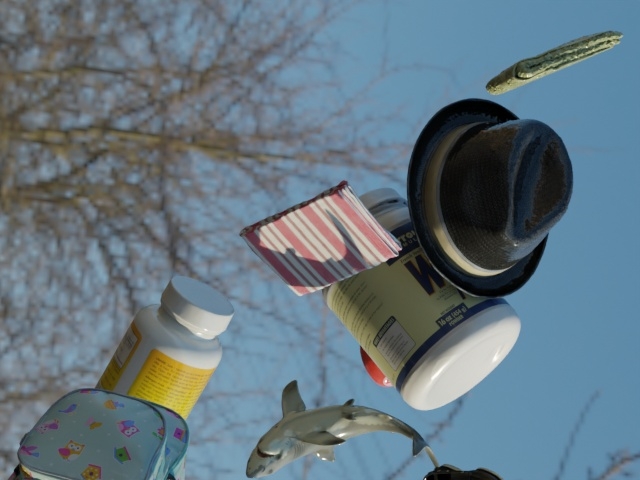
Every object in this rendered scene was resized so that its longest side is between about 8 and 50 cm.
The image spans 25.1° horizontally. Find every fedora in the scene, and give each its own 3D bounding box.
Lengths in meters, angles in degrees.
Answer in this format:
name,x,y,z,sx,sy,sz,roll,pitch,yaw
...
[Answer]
name,x,y,z,sx,sy,sz,roll,pitch,yaw
fedora,0.292,-0.080,2.260,0.152,0.334,0.334,-20,-115,53

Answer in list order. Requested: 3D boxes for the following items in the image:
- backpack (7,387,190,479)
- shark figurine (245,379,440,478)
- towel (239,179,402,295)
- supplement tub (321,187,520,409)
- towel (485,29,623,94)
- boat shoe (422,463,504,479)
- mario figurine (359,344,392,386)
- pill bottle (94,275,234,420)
name,x,y,z,sx,sy,sz,roll,pitch,yaw
backpack,-0.217,0.230,1.438,0.188,0.166,0.144,-62,162,-59
shark figurine,0.037,0.290,2.076,0.166,0.278,0.116,-89,174,-50
towel,0.000,0.000,2.062,0.197,0.144,0.029,-24,-149,31
supplement tub,0.149,0.094,2.391,0.325,0.235,0.235,50,-43,23
towel,0.271,-0.210,1.676,0.027,0.148,0.110,67,-13,-1
boat shoe,0.191,0.324,1.886,0.133,0.042,0.049,0,-73,50
mario figurine,0.192,0.140,2.665,0.320,0.198,0.170,-62,170,14
pill bottle,-0.192,0.152,1.747,0.208,0.118,0.117,-60,-152,14
